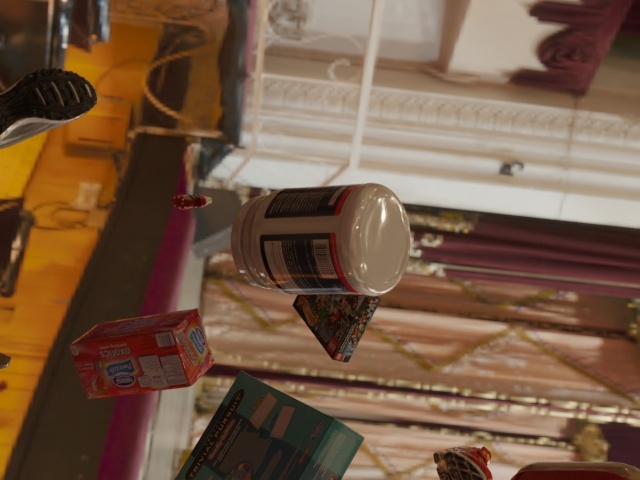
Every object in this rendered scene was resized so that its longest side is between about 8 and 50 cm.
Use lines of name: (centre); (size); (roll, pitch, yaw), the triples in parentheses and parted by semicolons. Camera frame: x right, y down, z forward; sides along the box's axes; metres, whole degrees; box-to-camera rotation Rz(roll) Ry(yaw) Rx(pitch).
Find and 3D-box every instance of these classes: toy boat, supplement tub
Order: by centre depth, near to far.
toy boat: (0.340, 0.377, 1.220); (0.151, 0.231, 0.151); (58, 45, -21)
supplement tub: (0.000, 0.000, 1.655); (0.191, 0.272, 0.191); (2, 88, -53)

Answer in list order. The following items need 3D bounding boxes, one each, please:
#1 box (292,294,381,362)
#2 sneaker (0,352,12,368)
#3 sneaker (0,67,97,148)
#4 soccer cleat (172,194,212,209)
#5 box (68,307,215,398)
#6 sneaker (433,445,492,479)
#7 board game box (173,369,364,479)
box: (0.030, 0.135, 2.067); (0.159, 0.044, 0.233); (-63, -147, 14)
sneaker: (-0.687, 0.235, 1.826); (0.064, 0.192, 0.086); (60, 47, -69)
sneaker: (-0.527, -0.225, 1.686); (0.100, 0.272, 0.108); (65, -23, 3)
soccer cleat: (-0.246, -0.075, 1.824); (0.036, 0.083, 0.029); (-17, 104, -58)
box: (-0.364, 0.232, 1.953); (0.122, 0.257, 0.128); (-42, 119, -64)
sneaker: (0.354, 0.524, 2.255); (0.279, 0.118, 0.107); (162, -90, -78)
board game box: (-0.101, 0.386, 1.642); (0.253, 0.079, 0.336); (-58, -150, -11)
